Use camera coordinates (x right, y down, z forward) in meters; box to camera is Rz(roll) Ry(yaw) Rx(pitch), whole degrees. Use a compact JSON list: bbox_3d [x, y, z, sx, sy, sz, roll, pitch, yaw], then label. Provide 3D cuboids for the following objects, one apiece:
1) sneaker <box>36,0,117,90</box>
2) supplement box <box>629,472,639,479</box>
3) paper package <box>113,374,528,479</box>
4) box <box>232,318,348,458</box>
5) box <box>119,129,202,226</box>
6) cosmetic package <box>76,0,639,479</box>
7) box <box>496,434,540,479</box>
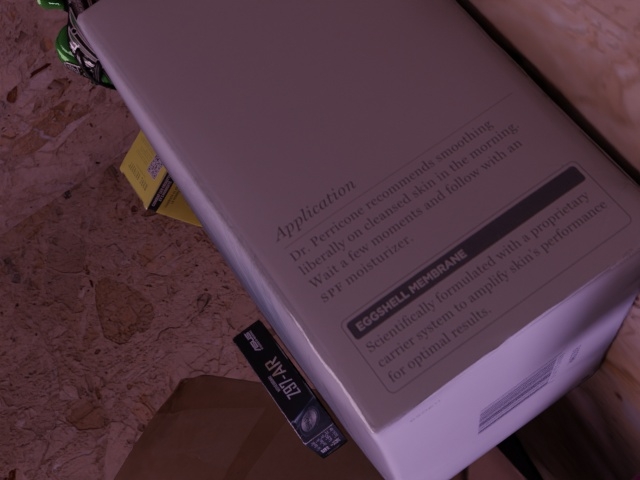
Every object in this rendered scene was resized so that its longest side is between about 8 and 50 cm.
[{"bbox_3d":[-0.182,-0.189,0.980,0.344,0.146,0.134,51,173,15],"label":"sneaker"},{"bbox_3d":[0.214,0.226,0.514,0.188,0.080,0.104,59,172,-33],"label":"supplement box"},{"bbox_3d":[0.036,0.256,0.687,0.309,0.168,0.324,46,153,-23],"label":"paper package"},{"bbox_3d":[-0.015,0.082,0.502,0.067,0.018,0.083,53,175,18],"label":"box"},{"bbox_3d":[-0.100,-0.048,1.026,0.232,0.058,0.087,20,-160,-42],"label":"box"},{"bbox_3d":[0.023,-0.010,0.458,0.225,0.138,0.224,54,174,23],"label":"cosmetic package"},{"bbox_3d":[0.149,0.278,0.972,0.270,0.143,0.165,58,172,-21],"label":"box"}]
